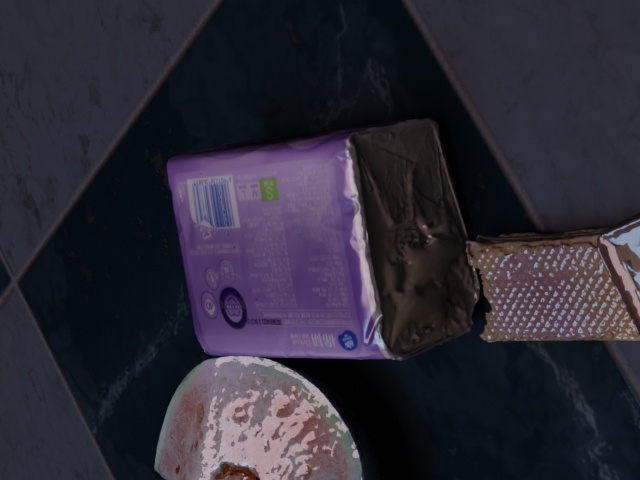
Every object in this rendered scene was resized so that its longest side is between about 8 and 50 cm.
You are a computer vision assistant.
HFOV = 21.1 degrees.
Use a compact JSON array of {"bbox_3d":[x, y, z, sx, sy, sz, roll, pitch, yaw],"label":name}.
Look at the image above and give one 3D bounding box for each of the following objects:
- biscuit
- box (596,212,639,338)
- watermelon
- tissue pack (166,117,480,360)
[{"bbox_3d":[0.243,0.042,1.675,0.239,0.062,0.108,-4,99,50],"label":"biscuit"},{"bbox_3d":[0.412,0.026,1.362,0.297,0.190,0.225,-30,81,52],"label":"box"},{"bbox_3d":[-0.035,0.232,2.032,0.322,0.175,0.188,16,95,29],"label":"watermelon"},{"bbox_3d":[0.000,0.000,1.876,0.338,0.160,0.242,-2,101,50],"label":"tissue pack"}]
